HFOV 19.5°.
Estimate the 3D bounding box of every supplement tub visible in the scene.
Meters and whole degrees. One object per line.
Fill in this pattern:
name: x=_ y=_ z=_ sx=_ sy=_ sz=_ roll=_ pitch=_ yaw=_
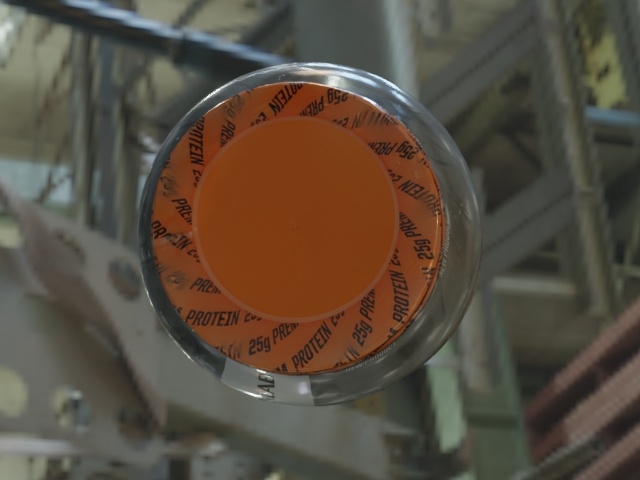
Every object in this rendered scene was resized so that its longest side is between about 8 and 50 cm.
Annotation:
supplement tub: x=0.000 y=0.000 z=1.109 sx=0.316 sy=0.194 sz=0.193 roll=21 pitch=75 yaw=-84
